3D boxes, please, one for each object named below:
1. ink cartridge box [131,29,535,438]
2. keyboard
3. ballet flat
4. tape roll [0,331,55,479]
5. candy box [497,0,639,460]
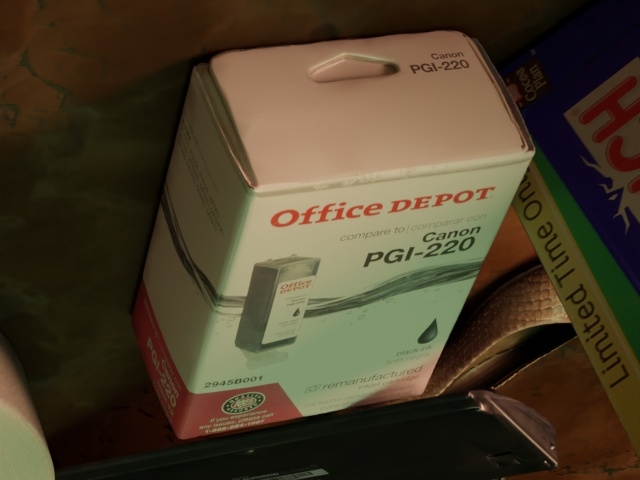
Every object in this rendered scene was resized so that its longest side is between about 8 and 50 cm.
[{"bbox_3d":[0.000,0.000,0.956,0.158,0.092,0.218,-9,142,-23],"label":"ink cartridge box"},{"bbox_3d":[-0.005,0.148,1.127,0.317,0.033,0.201,-12,151,22],"label":"keyboard"},{"bbox_3d":[0.103,0.084,1.168,0.250,0.058,0.084,-33,147,14],"label":"ballet flat"},{"bbox_3d":[-0.338,0.152,0.979,0.392,0.072,0.392,-16,147,-11],"label":"tape roll"},{"bbox_3d":[0.262,-0.044,0.894,0.317,0.268,0.122,-35,142,16],"label":"candy box"}]
